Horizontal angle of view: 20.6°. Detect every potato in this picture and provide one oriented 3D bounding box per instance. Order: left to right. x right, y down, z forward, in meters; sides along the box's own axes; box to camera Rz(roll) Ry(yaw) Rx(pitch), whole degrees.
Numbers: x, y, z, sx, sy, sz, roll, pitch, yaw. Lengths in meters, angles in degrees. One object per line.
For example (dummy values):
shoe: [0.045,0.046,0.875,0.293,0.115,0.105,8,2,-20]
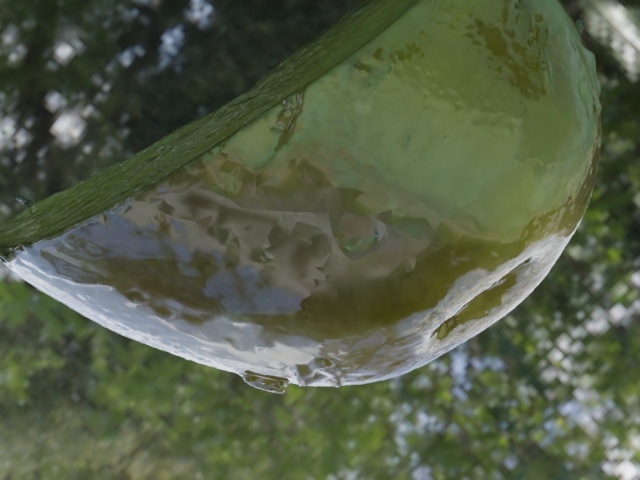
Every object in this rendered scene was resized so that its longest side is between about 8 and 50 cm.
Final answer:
potato: [0.000,0.000,0.653,0.138,0.243,0.098,55,-163,-16]
